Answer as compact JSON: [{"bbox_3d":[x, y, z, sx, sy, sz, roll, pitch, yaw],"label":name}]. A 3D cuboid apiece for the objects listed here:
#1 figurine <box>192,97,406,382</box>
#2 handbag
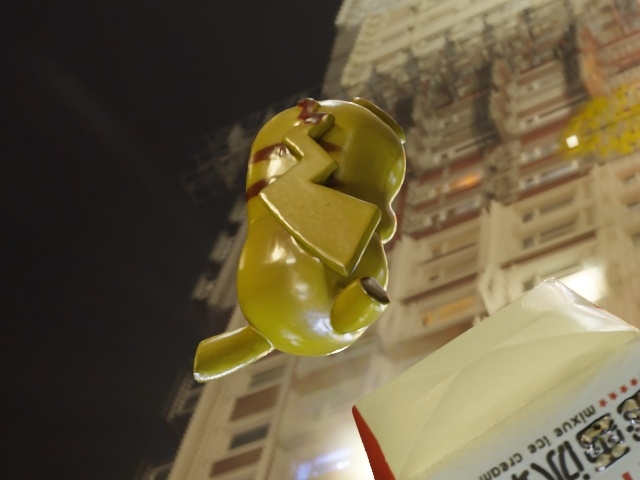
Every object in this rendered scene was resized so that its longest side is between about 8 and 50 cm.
[{"bbox_3d":[0.001,-0.006,1.211,0.169,0.218,0.327,36,-132,-43],"label":"figurine"},{"bbox_3d":[0.163,0.190,0.708,0.298,0.171,0.151,58,178,-15],"label":"handbag"}]
